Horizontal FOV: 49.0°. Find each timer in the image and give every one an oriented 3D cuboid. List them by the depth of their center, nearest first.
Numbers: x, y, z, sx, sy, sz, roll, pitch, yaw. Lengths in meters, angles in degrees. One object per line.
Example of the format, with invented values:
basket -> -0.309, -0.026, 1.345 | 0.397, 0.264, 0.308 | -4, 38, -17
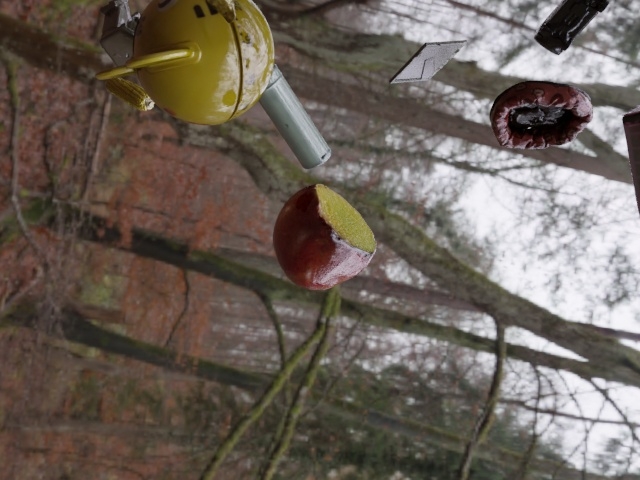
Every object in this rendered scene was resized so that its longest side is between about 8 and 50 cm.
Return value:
timer -> -0.313, -0.440, 1.658 | 0.376, 0.386, 0.376 | 34, -48, 48

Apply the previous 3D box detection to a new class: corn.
corn -> -0.588, -0.455, 2.173 | 0.206, 0.067, 0.067 | 29, -65, 31

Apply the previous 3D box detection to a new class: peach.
peach -> 0.000, 0.000, 1.691 | 0.245, 0.248, 0.274 | -61, 161, 1

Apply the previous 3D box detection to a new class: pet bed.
pet bed -> 0.420, -0.238, 1.346 | 0.201, 0.201, 0.054 | 134, -39, -61

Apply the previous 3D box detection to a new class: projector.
projector -> -0.093, -0.376, 2.151 | 0.108, 0.337, 0.108 | -25, -149, 17

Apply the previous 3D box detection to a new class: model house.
model house -> -0.495, -0.537, 1.862 | 0.229, 0.122, 0.188 | 60, 20, -60

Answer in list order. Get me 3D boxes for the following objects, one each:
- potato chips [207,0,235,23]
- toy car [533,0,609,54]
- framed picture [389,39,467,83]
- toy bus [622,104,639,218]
potato chips -> -0.218, -0.596, 1.260 | 0.057, 0.080, 0.407 | 24, -52, 54
toy car -> 0.615, -0.557, 1.701 | 0.108, 0.089, 0.210 | -58, -177, -40
framed picture -> 0.417, -0.692, 2.731 | 0.281, 0.208, 0.019 | -37, -111, 58
toy bus -> 0.737, -0.169, 1.526 | 0.112, 0.090, 0.274 | -3, -69, 39
